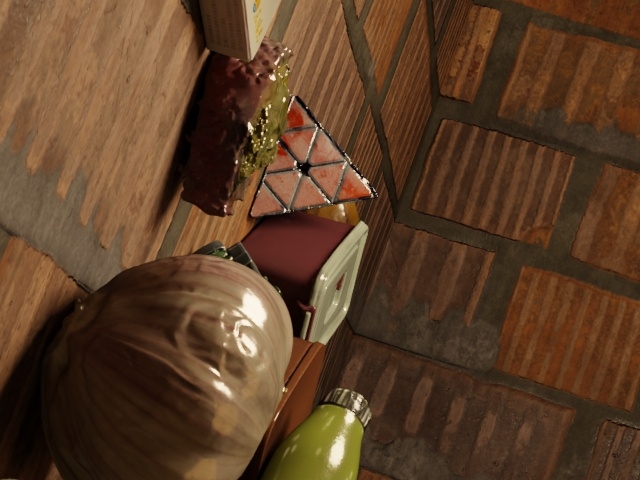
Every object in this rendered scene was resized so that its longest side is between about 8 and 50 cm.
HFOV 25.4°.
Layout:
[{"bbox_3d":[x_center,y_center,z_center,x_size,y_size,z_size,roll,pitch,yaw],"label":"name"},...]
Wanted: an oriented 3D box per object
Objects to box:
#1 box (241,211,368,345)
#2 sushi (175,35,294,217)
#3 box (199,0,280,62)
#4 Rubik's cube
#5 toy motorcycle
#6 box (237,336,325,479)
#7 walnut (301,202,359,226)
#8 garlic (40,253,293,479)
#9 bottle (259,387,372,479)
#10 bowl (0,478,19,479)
[{"bbox_3d":[-0.046,0.066,2.316,0.294,0.167,0.193,-50,158,-64],"label":"box"},{"bbox_3d":[-0.104,-0.160,1.801,0.161,0.107,0.241,92,19,-46],"label":"sushi"},{"bbox_3d":[-0.080,-0.382,1.630,0.343,0.065,0.200,87,24,-64],"label":"box"},{"bbox_3d":[-0.035,-0.135,2.338,0.178,0.211,0.190,171,-86,-77],"label":"Rubik's cube"},{"bbox_3d":[-0.118,0.090,2.051,0.125,0.187,0.274,-31,147,-4],"label":"toy motorcycle"},{"bbox_3d":[-0.160,0.281,1.909,0.239,0.229,0.339,-56,161,-56],"label":"box"},{"bbox_3d":[0.000,0.000,2.561,0.137,0.137,0.245,-58,164,-52],"label":"walnut"},{"bbox_3d":[-0.177,0.152,1.573,0.317,0.259,0.317,-43,-151,31],"label":"garlic"},{"bbox_3d":[-0.014,0.298,1.756,0.112,0.112,0.260,96,19,-51],"label":"bottle"},{"bbox_3d":[-0.344,0.336,1.220,0.307,0.163,0.307,19,90,-80],"label":"bowl"}]
